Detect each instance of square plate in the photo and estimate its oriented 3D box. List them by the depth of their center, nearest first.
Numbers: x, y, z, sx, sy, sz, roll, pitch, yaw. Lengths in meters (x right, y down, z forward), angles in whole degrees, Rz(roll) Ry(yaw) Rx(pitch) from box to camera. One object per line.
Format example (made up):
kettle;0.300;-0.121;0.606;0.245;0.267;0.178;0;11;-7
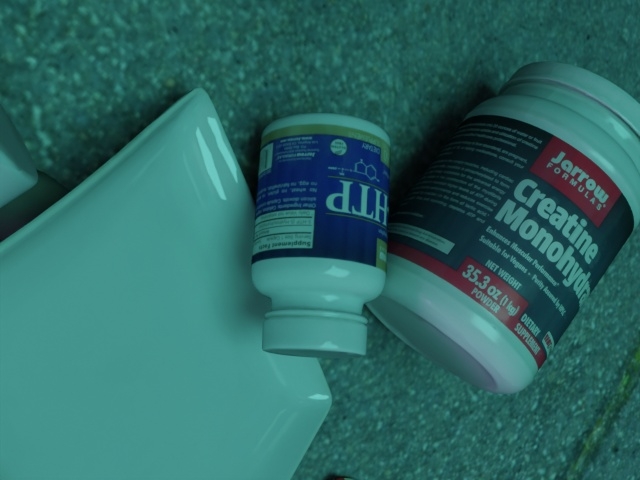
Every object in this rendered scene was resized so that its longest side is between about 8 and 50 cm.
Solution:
square plate;-0.126;0.111;0.591;0.347;0.049;0.343;-53;131;-47

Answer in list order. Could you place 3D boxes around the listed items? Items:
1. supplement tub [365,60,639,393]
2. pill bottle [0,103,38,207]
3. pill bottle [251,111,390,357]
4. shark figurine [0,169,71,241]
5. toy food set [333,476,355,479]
supplement tub;0.178;-0.013;0.748;0.191;0.191;0.272;45;76;-32
pill bottle;-0.298;-0.007;0.387;0.283;0.161;0.161;-34;118;-6
pill bottle;0.000;0.000;0.653;0.112;0.112;0.186;12;75;-34
shark figurine;-0.270;-0.006;0.512;0.278;0.116;0.166;-23;111;-29
toy food set;0.016;0.282;0.814;0.083;0.020;0.082;16;92;-34
